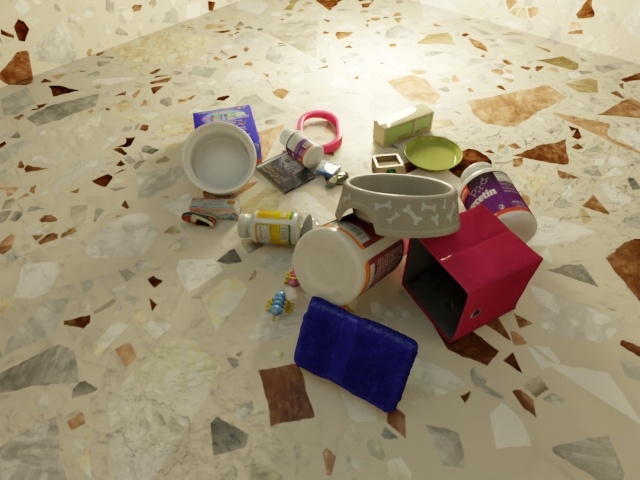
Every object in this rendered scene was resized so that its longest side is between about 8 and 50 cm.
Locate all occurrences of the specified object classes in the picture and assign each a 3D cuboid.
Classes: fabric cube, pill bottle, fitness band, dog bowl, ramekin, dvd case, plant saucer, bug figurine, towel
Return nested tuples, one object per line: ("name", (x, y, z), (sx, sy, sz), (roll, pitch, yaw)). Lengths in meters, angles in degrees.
("fabric cube", (0.427, 0.095, 1.248), (0.257, 0.254, 0.259), (-20, 50, -17))
("pill bottle", (-0.086, -0.399, 1.801), (0.108, 0.108, 0.193), (-34, 58, -25))
("pill bottle", (0.116, 0.027, 1.266), (0.223, 0.224, 0.392), (28, 29, 25))
("pill bottle", (0.605, -0.127, 1.485), (0.181, 0.182, 0.323), (-7, 48, -3))
("pill bottle", (-0.180, -0.047, 1.495), (0.208, 0.118, 0.118), (3, 48, 5))
("fitness band", (-0.004, -0.502, 1.938), (0.208, 0.054, 0.291), (-2, 49, 0))
("dog bowl", (0.215, -0.109, 1.173), (0.347, 0.103, 0.349), (1, 20, -1))
("ramekin", (-0.388, -0.306, 1.652), (0.276, 0.135, 0.278), (1, 84, -7))
("dvd case", (-0.148, -0.289, 1.777), (0.164, 0.018, 0.221), (-31, 53, -23))
("plant saucer", (0.477, -0.363, 1.800), (0.240, 0.037, 0.241), (-1, 48, 1))
("bug figurine", (-0.030, 0.166, 1.326), (0.278, 0.072, 0.217), (4, 48, 7))
("towel", (0.080, 0.300, 1.101), (0.307, 0.228, 0.076), (20, 25, 19))

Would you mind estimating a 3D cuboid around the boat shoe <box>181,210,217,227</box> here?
("boat shoe", (-0.458, -0.075, 1.582), (0.136, 0.049, 0.043), (9, 51, 4))

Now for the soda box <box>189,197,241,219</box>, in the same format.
("soda box", (-0.398, -0.119, 1.606), (0.182, 0.063, 0.058), (2, 49, 6))

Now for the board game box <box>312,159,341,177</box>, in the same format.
("board game box", (0.027, -0.299, 1.767), (0.090, 0.020, 0.090), (21, 42, 20))

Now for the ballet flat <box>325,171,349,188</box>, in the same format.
("ballet flat", (0.066, -0.250, 1.717), (0.114, 0.041, 0.041), (-29, 53, -21))

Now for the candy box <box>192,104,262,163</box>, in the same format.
("candy box", (-0.413, -0.453, 1.869), (0.267, 0.122, 0.317), (-11, 47, -9))

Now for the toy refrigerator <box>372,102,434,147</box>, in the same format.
("toy refrigerator", (0.373, -0.514, 1.899), (0.269, 0.102, 0.094), (-23, 51, -18))

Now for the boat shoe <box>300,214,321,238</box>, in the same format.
("boat shoe", (0.000, 0.000, 1.458), (0.088, 0.096, 0.268), (20, 19, -25))

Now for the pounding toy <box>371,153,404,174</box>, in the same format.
("pounding toy", (0.262, -0.269, 1.701), (0.129, 0.100, 0.141), (-5, 37, -3))
